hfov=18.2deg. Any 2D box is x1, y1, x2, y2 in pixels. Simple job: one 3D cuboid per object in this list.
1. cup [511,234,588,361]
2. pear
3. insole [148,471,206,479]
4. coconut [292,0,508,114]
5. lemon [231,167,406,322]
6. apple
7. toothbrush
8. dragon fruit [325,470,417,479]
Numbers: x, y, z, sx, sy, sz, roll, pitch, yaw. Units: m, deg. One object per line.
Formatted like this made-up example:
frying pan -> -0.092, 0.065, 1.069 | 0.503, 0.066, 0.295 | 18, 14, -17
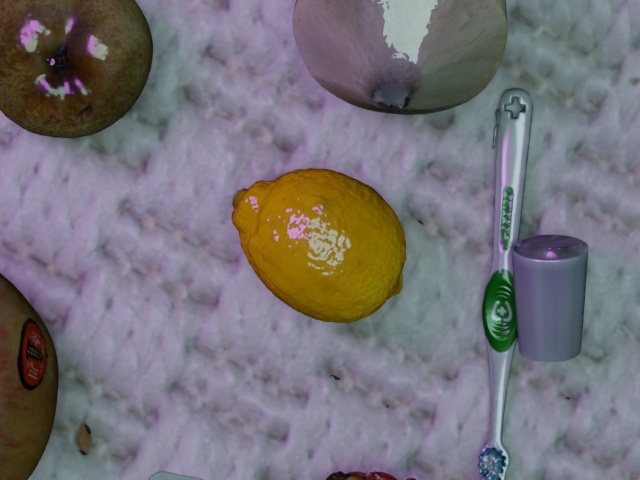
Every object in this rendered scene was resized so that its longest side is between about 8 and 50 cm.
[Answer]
cup -> 0.227, 0.049, 1.954 | 0.074, 0.104, 0.116 | 2, 110, 14
pear -> -0.243, -0.177, 1.892 | 0.167, 0.136, 0.167 | 1, 110, 3
insole -> -0.100, 0.266, 1.993 | 0.152, 0.002, 0.053 | 14, 93, -4
coconut -> 0.075, -0.215, 1.861 | 0.202, 0.202, 0.222 | 8, 49, -3
lemon -> 0.000, 0.000, 1.915 | 0.187, 0.142, 0.142 | 30, 92, -6
apple -> -0.366, 0.131, 1.877 | 0.260, 0.194, 0.261 | 0, 96, -2
toothbrush -> 0.181, 0.058, 1.983 | 0.042, 0.040, 0.418 | 4, 89, 13
dragon fruit -> 0.053, 0.313, 1.940 | 0.166, 0.160, 0.172 | 2, 76, 32
